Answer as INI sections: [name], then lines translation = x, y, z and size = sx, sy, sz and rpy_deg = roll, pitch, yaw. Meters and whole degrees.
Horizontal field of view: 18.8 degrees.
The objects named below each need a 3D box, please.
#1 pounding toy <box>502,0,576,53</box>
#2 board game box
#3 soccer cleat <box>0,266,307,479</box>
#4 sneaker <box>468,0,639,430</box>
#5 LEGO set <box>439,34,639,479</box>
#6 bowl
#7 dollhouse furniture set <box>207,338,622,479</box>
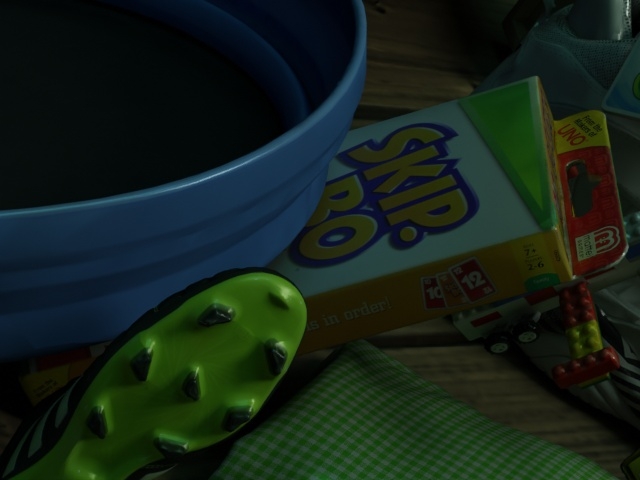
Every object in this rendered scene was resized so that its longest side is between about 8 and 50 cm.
[pounding toy]
translation = 0.200, -0.148, 1.250
size = 0.100, 0.130, 0.141
rpy_deg = 24, 31, -26
[board game box]
translation = 0.000, 0.000, 0.840
size = 0.259, 0.039, 0.124
rpy_deg = -14, 33, 11
[soccer cleat]
translation = -0.077, 0.065, 0.717
size = 0.060, 0.179, 0.072
rpy_deg = 38, 18, -25
[sneaker]
translation = 0.223, 0.004, 0.983
size = 0.366, 0.210, 0.137
rpy_deg = 33, 33, 8
[LEGO set]
translation = 0.158, -0.010, 0.820
size = 0.182, 0.244, 0.060
rpy_deg = 21, -16, 42
[bowl]
translation = -0.175, -0.073, 0.827
size = 0.391, 0.077, 0.391
rpy_deg = 4, 30, -2
[dollhouse furniture set]
translation = 0.057, 0.109, 0.769
size = 0.197, 0.151, 0.301
rpy_deg = 33, 33, 9
